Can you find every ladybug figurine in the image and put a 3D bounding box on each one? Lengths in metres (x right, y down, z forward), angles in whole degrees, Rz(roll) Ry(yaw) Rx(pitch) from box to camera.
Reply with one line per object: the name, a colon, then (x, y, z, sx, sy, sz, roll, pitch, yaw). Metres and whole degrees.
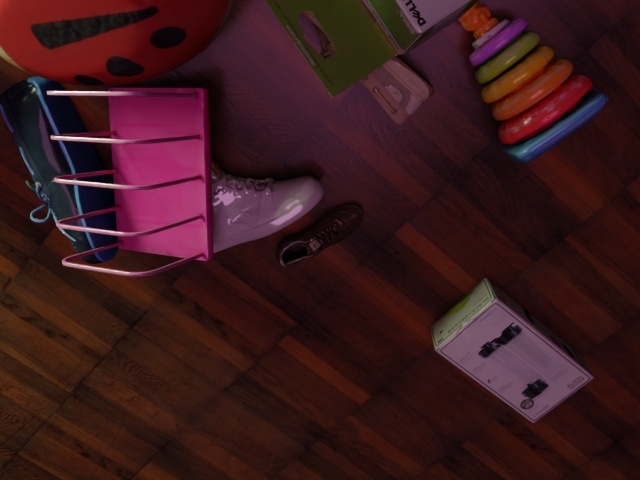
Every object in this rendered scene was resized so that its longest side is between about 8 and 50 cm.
ladybug figurine: (-0.330, -0.351, 0.908, 0.449, 0.162, 0.305, -6, 138, 26)

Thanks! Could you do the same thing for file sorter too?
file sorter: (-0.312, -0.101, 1.019, 0.202, 0.182, 0.291, 7, 104, 24)

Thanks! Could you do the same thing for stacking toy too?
stacking toy: (0.302, -0.290, 1.007, 0.166, 0.175, 0.302, -37, 96, 11)

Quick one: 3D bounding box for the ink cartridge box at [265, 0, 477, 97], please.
ink cartridge box: (0.077, -0.355, 0.895, 0.255, 0.097, 0.189, -36, 95, -13)

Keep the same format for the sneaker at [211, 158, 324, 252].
sneaker: (-0.153, -0.089, 1.129, 0.292, 0.108, 0.169, -22, 117, 14)

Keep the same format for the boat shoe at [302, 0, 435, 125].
boat shoe: (0.048, -0.304, 1.018, 0.302, 0.109, 0.098, 35, 112, -20)

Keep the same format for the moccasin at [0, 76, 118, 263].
moccasin: (-0.467, -0.118, 1.130, 0.117, 0.138, 0.342, -13, 101, 13)

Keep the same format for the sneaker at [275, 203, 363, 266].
sneaker: (0.000, 0.000, 1.187, 0.188, 0.071, 0.066, -29, 112, 16)

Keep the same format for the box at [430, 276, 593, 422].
box: (0.388, 0.227, 1.278, 0.290, 0.087, 0.169, 36, 112, -15)
